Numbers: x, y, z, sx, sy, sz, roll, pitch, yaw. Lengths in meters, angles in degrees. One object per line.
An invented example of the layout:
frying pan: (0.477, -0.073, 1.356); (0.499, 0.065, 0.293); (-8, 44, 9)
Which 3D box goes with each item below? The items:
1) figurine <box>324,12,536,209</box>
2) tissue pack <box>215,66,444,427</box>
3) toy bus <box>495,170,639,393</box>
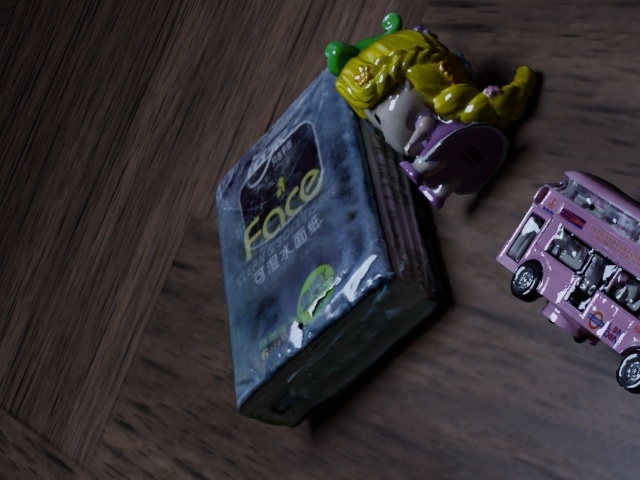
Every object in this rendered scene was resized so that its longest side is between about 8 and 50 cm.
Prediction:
figurine: (0.078, -0.111, 1.140); (0.115, 0.095, 0.156); (-35, 47, -4)
tissue pack: (0.000, 0.000, 1.198); (0.173, 0.073, 0.235); (-43, 37, 31)
toy bus: (0.179, 0.030, 0.906); (0.090, 0.063, 0.203); (-58, 33, 6)
